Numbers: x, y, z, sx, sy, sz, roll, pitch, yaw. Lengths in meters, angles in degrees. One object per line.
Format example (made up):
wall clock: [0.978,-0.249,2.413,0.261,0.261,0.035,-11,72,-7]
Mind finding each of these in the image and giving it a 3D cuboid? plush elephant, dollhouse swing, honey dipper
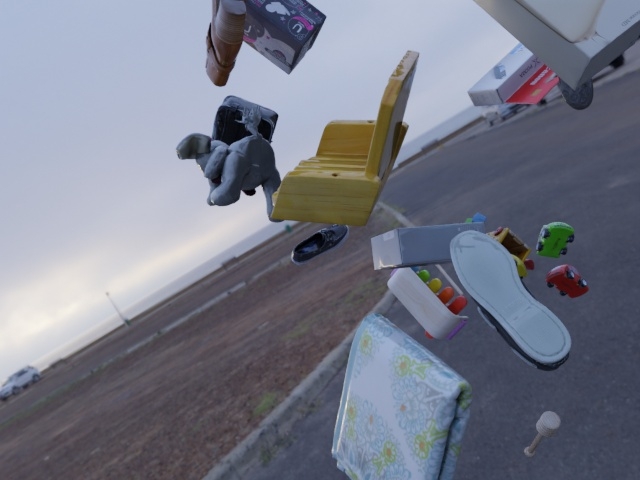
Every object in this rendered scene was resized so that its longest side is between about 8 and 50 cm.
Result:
plush elephant: [-0.271,-0.209,1.631,0.255,0.330,0.271,-10,-10,40]
dollhouse swing: [0.054,-0.251,1.271,0.314,0.305,0.347,5,34,18]
honey dipper: [0.367,0.332,0.937,0.030,0.030,0.161,-32,-33,-20]

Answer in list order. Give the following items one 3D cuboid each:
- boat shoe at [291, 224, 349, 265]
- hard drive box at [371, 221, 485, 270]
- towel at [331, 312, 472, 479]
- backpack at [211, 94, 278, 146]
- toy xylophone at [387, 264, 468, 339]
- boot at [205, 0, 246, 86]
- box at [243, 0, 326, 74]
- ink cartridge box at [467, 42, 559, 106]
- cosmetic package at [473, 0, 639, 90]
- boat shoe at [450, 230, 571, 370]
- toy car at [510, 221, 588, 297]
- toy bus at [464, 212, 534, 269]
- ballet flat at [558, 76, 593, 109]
boat shoe: [0.000,0.000,1.864,0.228,0.080,0.076,-28,-26,-15]
hard drive box: [0.269,0.017,1.393,0.232,0.089,0.181,-5,-6,-17]
towel: [0.154,0.378,1.129,0.090,0.375,0.320,2,15,-30]
backpack: [-0.286,-0.390,2.050,0.191,0.225,0.254,-77,7,-58]
toy xylophone: [0.374,0.181,1.901,0.081,0.323,0.236,-8,-31,-50]
boot: [-0.247,-0.561,1.452,0.108,0.284,0.220,1,-38,-22]
box: [-0.138,-0.633,1.610,0.142,0.247,0.163,-56,5,-24]
ink cartridge box: [0.651,-0.536,1.739,0.296,0.066,0.261,-44,26,-13]
cosmetic package: [0.450,-0.461,1.073,0.160,0.309,0.113,-39,-20,-4]
boat shoe: [0.344,0.113,1.047,0.114,0.303,0.091,-26,-33,0]
toy car: [0.494,0.030,1.220,0.225,0.238,0.053,93,-172,-50]
toy bus: [0.468,0.039,1.515,0.190,0.202,0.104,25,69,37]
ballet flat: [0.690,-0.478,1.549,0.084,0.250,0.058,-27,-11,30]
